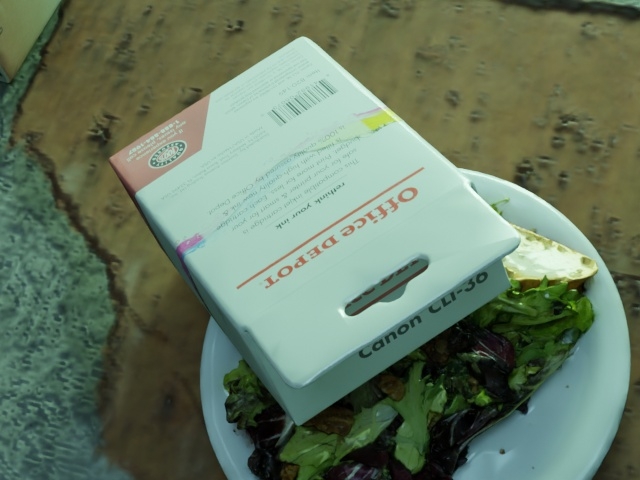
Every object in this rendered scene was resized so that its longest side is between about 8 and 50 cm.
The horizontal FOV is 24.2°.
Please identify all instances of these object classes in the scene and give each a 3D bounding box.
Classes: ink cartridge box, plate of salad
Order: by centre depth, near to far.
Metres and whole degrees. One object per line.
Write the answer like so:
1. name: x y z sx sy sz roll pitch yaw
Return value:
1. ink cartridge box: 0.000 0.000 0.655 0.115 0.067 0.198 -33 40 -8
2. plate of salad: 0.039 0.050 0.678 0.200 0.048 0.200 -5 65 10

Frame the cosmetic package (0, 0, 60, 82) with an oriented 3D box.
1. cosmetic package: -0.170 -0.256 0.815 0.129 0.153 0.296 20 72 19
